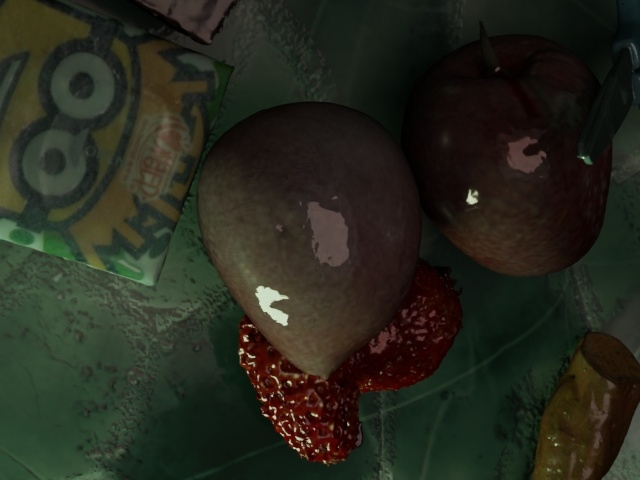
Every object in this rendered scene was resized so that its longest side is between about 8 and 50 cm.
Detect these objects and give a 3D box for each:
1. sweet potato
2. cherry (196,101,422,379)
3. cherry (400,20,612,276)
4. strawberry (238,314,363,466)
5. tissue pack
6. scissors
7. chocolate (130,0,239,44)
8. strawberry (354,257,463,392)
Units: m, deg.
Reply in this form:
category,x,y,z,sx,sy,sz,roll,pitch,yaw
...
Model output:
category,x,y,z,sx,sy,sz,roll,pitch,yaw
sweet potato,0.286,0.225,1.591,0.097,0.097,0.252,22,89,-23
cherry,0.004,-0.010,1.342,0.206,0.239,0.239,-38,111,10
cherry,0.185,-0.097,1.429,0.236,0.213,0.285,-50,132,-36
strawberry,-0.012,0.136,1.438,0.121,0.082,0.188,-23,85,5
tissue pack,-0.260,-0.112,1.293,0.311,0.128,0.228,19,91,-29
scissors,0.297,-0.155,1.399,0.029,0.447,0.193,-8,109,24
chocolate,-0.078,-0.345,1.352,0.112,0.112,0.321,29,89,-21
strawberry,0.071,0.095,1.503,0.187,0.082,0.146,-40,103,-6
